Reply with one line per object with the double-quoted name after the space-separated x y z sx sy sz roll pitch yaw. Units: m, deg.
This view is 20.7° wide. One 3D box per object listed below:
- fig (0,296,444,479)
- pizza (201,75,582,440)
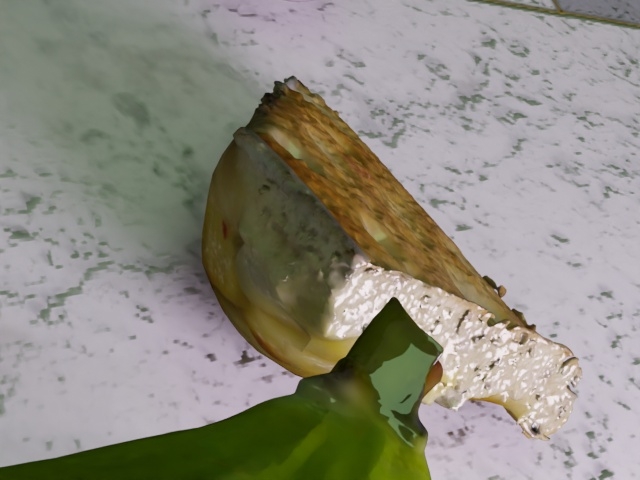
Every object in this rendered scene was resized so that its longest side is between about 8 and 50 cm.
-0.051 0.148 0.378 0.314 0.233 0.233 -27 67 -17 "fig"
-0.001 0.002 0.740 0.204 0.080 0.188 50 15 32 "pizza"
